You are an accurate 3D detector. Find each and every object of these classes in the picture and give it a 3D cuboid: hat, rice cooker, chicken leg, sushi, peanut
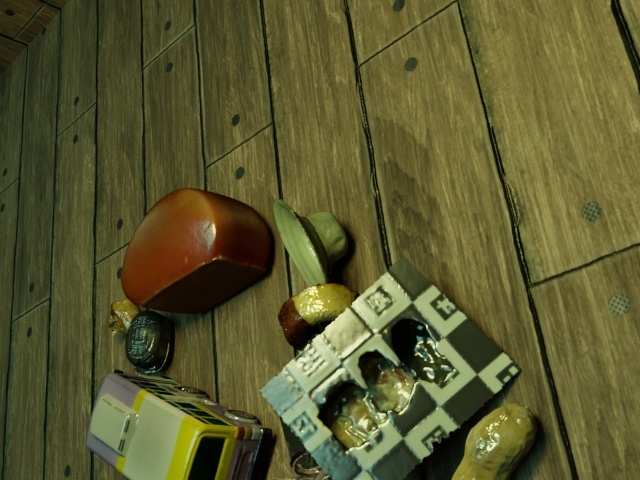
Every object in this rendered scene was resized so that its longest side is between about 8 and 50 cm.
[{"bbox_3d":[0.000,0.000,1.609,0.110,0.252,0.252,-26,48,-13],"label":"hat"},{"bbox_3d":[-0.451,0.268,1.976,0.112,0.106,0.165,-9,59,18],"label":"rice cooker"},{"bbox_3d":[-0.538,0.250,2.096,0.101,0.085,0.207,-27,55,-16],"label":"chicken leg"},{"bbox_3d":[0.126,0.264,1.371,0.373,0.100,0.296,-43,68,-2],"label":"sushi"},{"bbox_3d":[0.281,0.363,1.239,0.099,0.099,0.214,36,108,45],"label":"peanut"}]

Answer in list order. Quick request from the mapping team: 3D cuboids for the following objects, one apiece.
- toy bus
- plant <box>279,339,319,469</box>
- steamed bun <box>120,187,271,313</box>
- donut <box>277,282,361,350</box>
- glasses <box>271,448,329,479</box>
[{"bbox_3d":[-0.346,0.454,1.714,0.440,0.249,0.209,13,86,46],"label":"toy bus"},{"bbox_3d":[-0.003,0.318,1.485,0.142,0.164,0.256,17,101,47],"label":"plant"},{"bbox_3d":[-0.314,0.014,1.835,0.379,0.235,0.248,-30,60,35],"label":"steamed bun"},{"bbox_3d":[0.002,0.164,1.522,0.184,0.166,0.073,-28,45,21],"label":"donut"},{"bbox_3d":[-0.003,0.487,1.423,0.255,0.162,0.095,-47,35,27],"label":"glasses"}]
